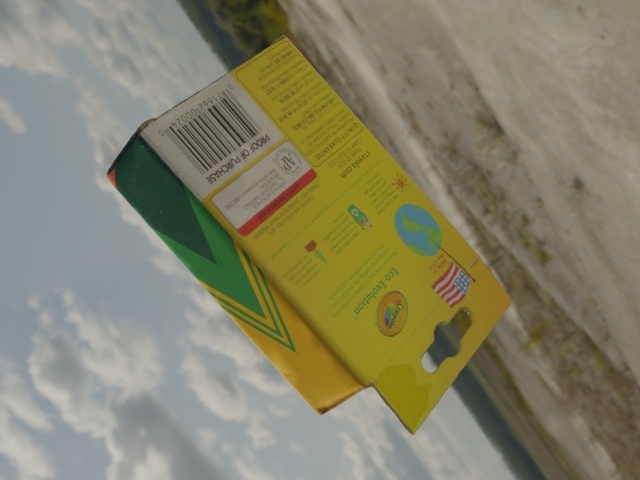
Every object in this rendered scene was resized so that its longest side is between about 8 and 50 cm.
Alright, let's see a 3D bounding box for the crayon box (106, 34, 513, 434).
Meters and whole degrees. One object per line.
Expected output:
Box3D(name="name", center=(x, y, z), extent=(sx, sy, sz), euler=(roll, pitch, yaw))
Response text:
Box3D(name="crayon box", center=(0.000, 0.000, 0.871), extent=(0.318, 0.202, 0.081), euler=(49, 137, -1))
